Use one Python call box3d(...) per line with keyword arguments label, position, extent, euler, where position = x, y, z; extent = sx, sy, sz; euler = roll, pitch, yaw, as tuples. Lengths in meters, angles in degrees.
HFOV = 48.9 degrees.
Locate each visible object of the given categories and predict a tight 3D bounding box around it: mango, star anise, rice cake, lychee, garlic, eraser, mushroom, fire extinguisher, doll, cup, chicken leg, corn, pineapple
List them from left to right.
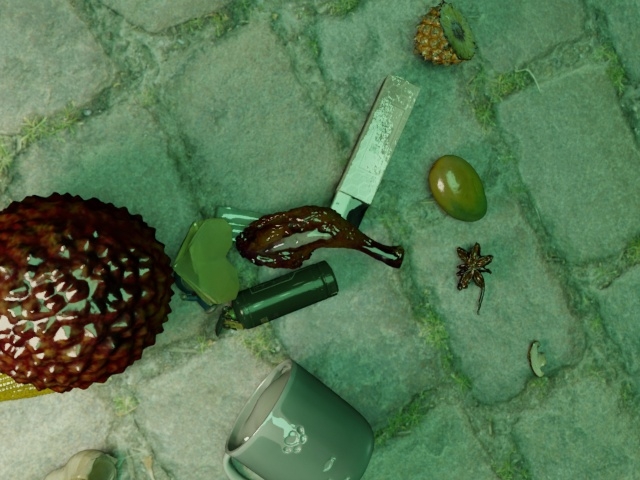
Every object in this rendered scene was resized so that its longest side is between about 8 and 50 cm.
box3d(label="corn", position=(-0.685, 0.316, 1.602), extent=(0.261, 0.097, 0.097), euler=(-11, 91, -6))
box3d(label="lychee", position=(-0.552, 0.111, 1.474), extent=(0.499, 0.424, 0.425), euler=(-13, 92, 5))
box3d(label="garlic", position=(-0.563, 0.591, 1.605), extent=(0.142, 0.178, 0.230), euler=(4, 68, 20))
box3d(label="doll", position=(-0.293, 0.101, 1.681), extent=(0.114, 0.085, 0.152), euler=(-44, 108, -31))
box3d(label="rice cake", position=(-0.151, -0.030, 1.728), extent=(0.226, 0.040, 0.085), euler=(7, 87, -10))
box3d(label="fire extinguisher", position=(-0.115, 0.148, 1.710), extent=(0.311, 0.114, 0.095), euler=(-19, 52, -11))
box3d(label="cup", position=(-0.067, 0.494, 1.654), extent=(0.274, 0.259, 0.357), euler=(37, 114, -8))
box3d(label="chicken leg", position=(0.000, 0.000, 1.652), extent=(0.406, 0.096, 0.158), euler=(2, 111, 2))
box3d(label="eraser", position=(0.124, -0.208, 1.751), extent=(0.096, 0.098, 0.404), euler=(25, 84, -5))
box3d(label="pineapple", position=(0.291, -0.501, 1.776), extent=(0.176, 0.136, 0.162), euler=(-30, 97, -47))
box3d(label="mango", position=(0.355, -0.129, 1.801), extent=(0.194, 0.092, 0.130), euler=(44, 80, -16))
box3d(label="star anise", position=(0.400, 0.099, 1.818), extent=(0.097, 0.070, 0.191), euler=(1, 91, 17))
box3d(label="mushroom", position=(0.575, 0.316, 1.868), extent=(0.049, 0.019, 0.101), euler=(-8, 93, -10))

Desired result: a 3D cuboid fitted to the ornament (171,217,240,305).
box3d(label="ornament", position=(-0.269, 0.053, 1.616), extent=(0.180, 0.059, 0.201), euler=(-11, 92, -50))
